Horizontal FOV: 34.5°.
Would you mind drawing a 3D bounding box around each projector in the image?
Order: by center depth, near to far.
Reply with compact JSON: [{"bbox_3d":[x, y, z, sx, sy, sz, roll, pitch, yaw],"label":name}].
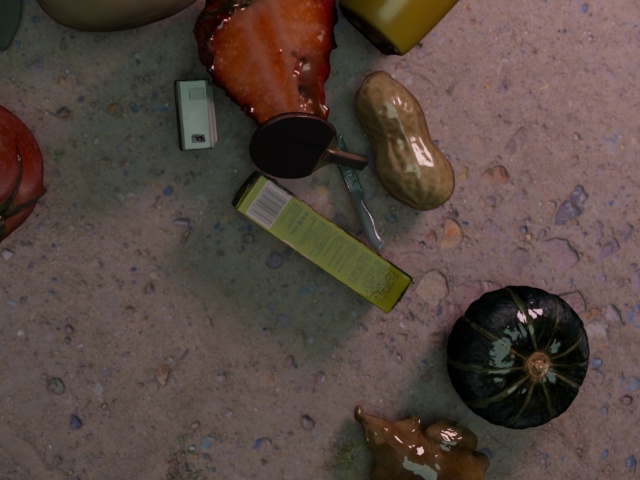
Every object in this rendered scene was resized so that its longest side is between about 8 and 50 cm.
[{"bbox_3d":[-0.202,-0.204,1.665,0.061,0.147,0.115,-7,98,-10],"label":"projector"}]

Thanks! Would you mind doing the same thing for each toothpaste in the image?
[{"bbox_3d":[0.000,0.000,1.744,0.327,0.110,0.077,35,89,-12],"label":"toothpaste"}]

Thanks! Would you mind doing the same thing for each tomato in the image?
[{"bbox_3d":[-0.563,-0.100,1.566,0.265,0.265,0.264,-1,97,-9],"label":"tomato"}]

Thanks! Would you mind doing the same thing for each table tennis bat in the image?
[{"bbox_3d":[-0.015,-0.148,1.699,0.220,0.019,0.130,11,128,-32],"label":"table tennis bat"}]

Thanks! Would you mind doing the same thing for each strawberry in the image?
[{"bbox_3d":[-0.082,-0.322,1.677,0.253,0.150,0.280,-54,134,-8],"label":"strawberry"}]

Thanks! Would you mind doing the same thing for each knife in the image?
[{"bbox_3d":[0.063,-0.080,1.767,0.028,0.015,0.210,-23,83,10],"label":"knife"}]

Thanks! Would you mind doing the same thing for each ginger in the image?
[{"bbox_3d":[0.170,0.389,1.814,0.219,0.123,0.270,-42,101,0],"label":"ginger"}]

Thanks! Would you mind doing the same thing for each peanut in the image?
[{"bbox_3d":[0.135,-0.162,1.742,0.124,0.123,0.256,-30,101,-5],"label":"peanut"}]

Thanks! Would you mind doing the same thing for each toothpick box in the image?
[{"bbox_3d":[0.155,-0.438,1.685,0.175,0.175,0.271,38,93,-12],"label":"toothpick box"}]

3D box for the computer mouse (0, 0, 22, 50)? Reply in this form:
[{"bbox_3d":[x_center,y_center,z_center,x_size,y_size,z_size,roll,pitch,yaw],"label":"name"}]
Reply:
[{"bbox_3d":[-0.580,-0.369,1.603,0.231,0.079,0.128,5,114,-38],"label":"computer mouse"}]

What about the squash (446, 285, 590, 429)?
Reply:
[{"bbox_3d":[0.344,0.202,1.800,0.252,0.165,0.252,-2,97,-13],"label":"squash"}]

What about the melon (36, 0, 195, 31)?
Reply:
[{"bbox_3d":[-0.304,-0.438,1.580,0.317,0.223,0.223,-18,100,-5],"label":"melon"}]
